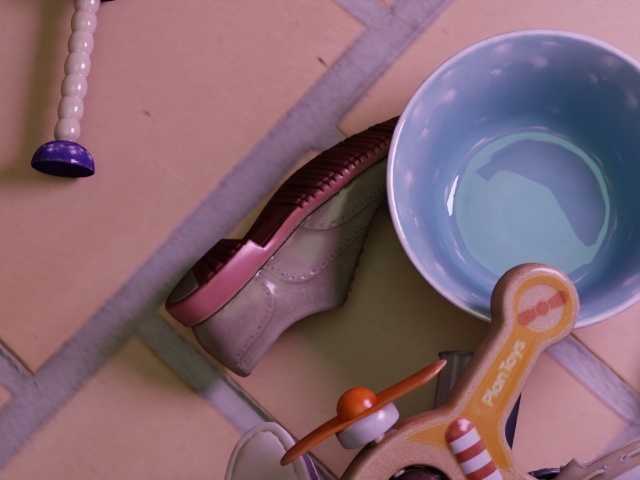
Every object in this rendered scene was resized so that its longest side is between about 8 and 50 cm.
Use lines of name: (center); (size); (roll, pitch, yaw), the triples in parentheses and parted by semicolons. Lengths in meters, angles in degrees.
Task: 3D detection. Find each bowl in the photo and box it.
bowl: (0.225, -0.047, 1.705); (0.311, 0.163, 0.311); (-1, 78, 4)

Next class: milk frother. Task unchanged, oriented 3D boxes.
milk frother: (0.190, 0.193, 1.697); (0.143, 0.129, 0.135); (19, 75, -37)

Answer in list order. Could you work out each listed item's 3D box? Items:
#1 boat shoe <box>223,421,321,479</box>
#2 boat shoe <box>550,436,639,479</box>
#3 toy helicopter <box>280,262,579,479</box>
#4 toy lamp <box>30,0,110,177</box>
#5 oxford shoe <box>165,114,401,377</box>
boat shoe: (-0.013, 0.335, 1.592); (0.116, 0.096, 0.324); (-32, 58, 27)
boat shoe: (0.275, 0.271, 1.624); (0.302, 0.113, 0.103); (-27, 48, 28)
toy helicopter: (0.121, 0.171, 1.550); (0.235, 0.140, 0.355); (31, 83, -9)
toy lamp: (-0.264, -0.210, 1.815); (0.080, 0.080, 0.275); (4, 78, 4)
oxford shoe: (0.000, 0.000, 1.752); (0.348, 0.123, 0.130); (-41, 105, -8)
